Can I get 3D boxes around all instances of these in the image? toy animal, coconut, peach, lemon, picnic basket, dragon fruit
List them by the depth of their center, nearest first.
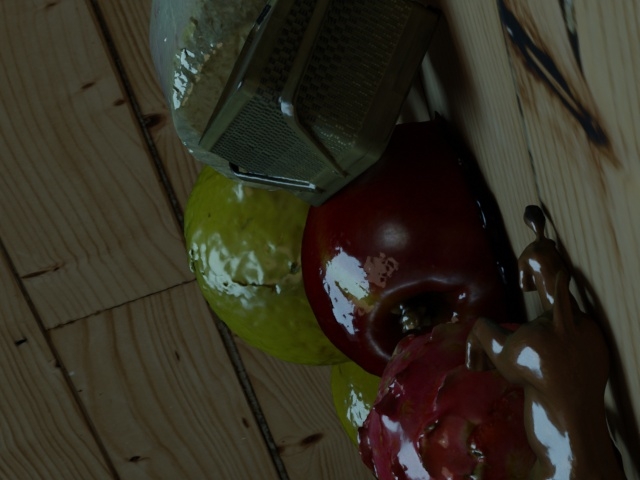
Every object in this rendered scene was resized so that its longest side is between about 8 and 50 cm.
[{"bbox_3d":[0.190,0.139,1.002,0.157,0.097,0.312,-156,48,-72],"label":"toy animal"},{"bbox_3d":[0.138,0.171,1.232,0.268,0.210,0.205,6,-98,-84],"label":"dragon fruit"},{"bbox_3d":[-0.010,-0.148,1.289,0.165,0.139,0.267,-67,10,-16],"label":"picnic basket"},{"bbox_3d":[0.072,0.005,1.443,0.361,0.201,0.257,-109,0,-55],"label":"peach"},{"bbox_3d":[-0.055,-0.240,1.589,0.309,0.298,0.297,-106,-2,-51],"label":"coconut"},{"bbox_3d":[0.000,0.000,1.827,0.387,0.350,0.349,44,-158,-52],"label":"lemon"},{"bbox_3d":[0.133,0.240,2.146,0.263,0.236,0.236,44,171,17],"label":"lemon"}]

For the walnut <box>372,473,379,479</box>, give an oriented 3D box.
[{"bbox_3d":[0.187,0.375,2.463,0.269,0.222,0.244,56,-173,5],"label":"walnut"}]
